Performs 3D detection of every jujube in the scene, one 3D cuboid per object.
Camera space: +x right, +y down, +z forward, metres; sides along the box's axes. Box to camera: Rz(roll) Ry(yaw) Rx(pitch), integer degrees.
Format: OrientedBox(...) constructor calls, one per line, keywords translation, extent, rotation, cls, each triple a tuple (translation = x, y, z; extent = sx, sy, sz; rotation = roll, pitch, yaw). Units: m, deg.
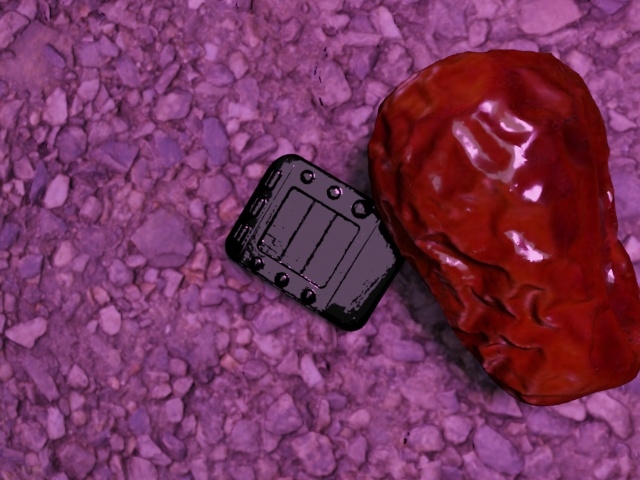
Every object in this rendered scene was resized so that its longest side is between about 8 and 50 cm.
OrientedBox(translation=(0.179, -0.006, 0.417), extent=(0.216, 0.216, 0.342), rotation=(-24, 99, 7), cls="jujube")

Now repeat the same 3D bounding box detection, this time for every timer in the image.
OrientedBox(translation=(0.000, 0.000, 0.511), extent=(0.187, 0.055, 0.144), rotation=(32, 94, 4), cls="timer")
